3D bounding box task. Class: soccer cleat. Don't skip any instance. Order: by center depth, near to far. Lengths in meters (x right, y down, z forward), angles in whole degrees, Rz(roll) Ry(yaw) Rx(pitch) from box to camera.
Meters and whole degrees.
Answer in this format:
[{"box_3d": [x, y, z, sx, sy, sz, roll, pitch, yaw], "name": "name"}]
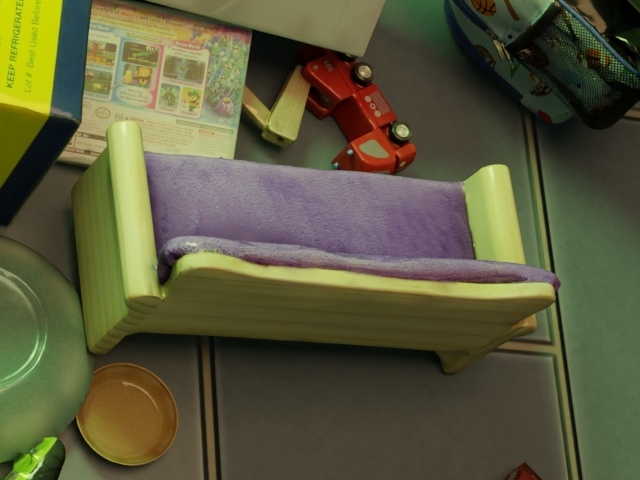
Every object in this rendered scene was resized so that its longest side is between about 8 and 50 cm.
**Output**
[{"box_3d": [-0.224, 0.226, 1.388, 0.072, 0.060, 0.179, 37, 62, -17], "name": "soccer cleat"}]

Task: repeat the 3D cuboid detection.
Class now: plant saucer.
[{"box_3d": [-0.259, 0.071, 1.441, 0.195, 0.037, 0.195, 9, 62, -18], "name": "plant saucer"}, {"box_3d": [-0.151, 0.136, 1.486, 0.083, 0.015, 0.083, 11, 62, -22], "name": "plant saucer"}]

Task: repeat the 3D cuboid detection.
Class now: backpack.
[{"box_3d": [0.229, -0.258, 1.744, 0.263, 0.213, 0.276, 46, 49, -10], "name": "backpack"}]

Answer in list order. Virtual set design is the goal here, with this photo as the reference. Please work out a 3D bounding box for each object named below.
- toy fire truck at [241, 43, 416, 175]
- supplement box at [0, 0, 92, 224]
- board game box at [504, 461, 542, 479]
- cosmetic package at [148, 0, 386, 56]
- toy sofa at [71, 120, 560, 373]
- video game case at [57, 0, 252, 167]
[{"box_3d": [-0.017, -0.122, 1.654, 0.135, 0.047, 0.192, -26, 81, -33], "name": "toy fire truck"}, {"box_3d": [-0.364, -0.168, 1.417, 0.356, 0.195, 0.194, 14, 62, -21], "name": "supplement box"}, {"box_3d": [0.245, 0.307, 1.543, 0.281, 0.027, 0.145, 47, 14, 0], "name": "board game box"}, {"box_3d": [-0.111, -0.314, 1.568, 0.385, 0.217, 0.156, 12, 33, -15], "name": "cosmetic package"}, {"box_3d": [0.000, 0.000, 1.513, 0.362, 0.177, 0.150, 5, 63, -29], "name": "toy sofa"}, {"box_3d": [-0.141, -0.122, 1.577, 0.157, 0.019, 0.143, 10, 80, -14], "name": "video game case"}]
